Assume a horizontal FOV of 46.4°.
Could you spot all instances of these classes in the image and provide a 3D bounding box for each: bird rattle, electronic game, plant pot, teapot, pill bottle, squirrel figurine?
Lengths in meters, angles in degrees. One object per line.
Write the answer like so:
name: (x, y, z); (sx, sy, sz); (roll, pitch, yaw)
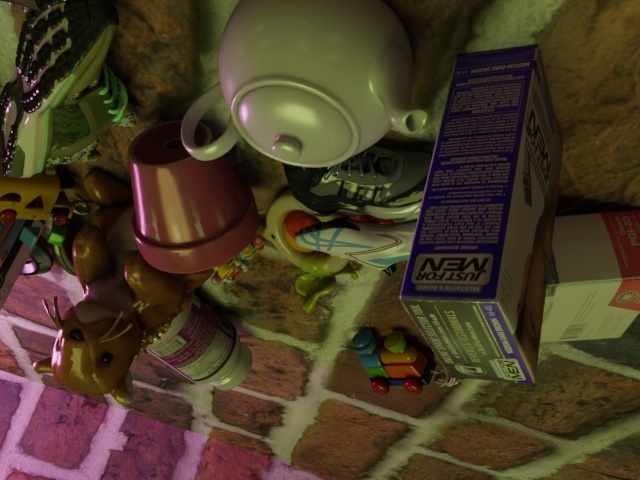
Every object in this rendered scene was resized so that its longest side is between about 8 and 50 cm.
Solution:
bird rattle: (0.000, 0.000, 1.244); (0.207, 0.143, 0.253); (36, 147, 1)
electronic game: (-0.734, 0.013, 1.738); (0.229, 0.048, 0.229); (13, 149, 8)
plant pot: (-0.211, -0.080, 1.164); (0.201, 0.201, 0.180); (6, 133, 20)
teapot: (-0.022, -0.173, 0.885); (0.252, 0.187, 0.256); (22, 152, -7)
pill bottle: (-0.296, 0.233, 1.757); (0.169, 0.169, 0.301); (-6, 143, 36)
squirrel figurine: (-0.359, 0.127, 1.396); (0.281, 0.371, 0.397); (17, 151, -1)

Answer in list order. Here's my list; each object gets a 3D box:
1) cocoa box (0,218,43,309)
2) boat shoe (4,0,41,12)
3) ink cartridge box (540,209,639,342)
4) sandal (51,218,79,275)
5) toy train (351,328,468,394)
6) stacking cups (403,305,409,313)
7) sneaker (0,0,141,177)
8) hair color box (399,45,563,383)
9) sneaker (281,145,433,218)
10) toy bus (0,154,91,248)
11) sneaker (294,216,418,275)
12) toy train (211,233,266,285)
cocoa box: (-0.787, -0.035, 1.495); (0.347, 0.231, 0.228); (16, 151, 4)
boat shoe: (-0.363, -0.324, 0.868); (0.355, 0.132, 0.130); (-2, 146, 33)
ink cartridge box: (0.318, 0.063, 1.091); (0.283, 0.117, 0.207); (-4, 150, -1)
sandal: (-0.473, 0.038, 1.603); (0.086, 0.120, 0.303); (-22, 141, 10)
toy train: (0.192, 0.250, 1.602); (0.248, 0.105, 0.143); (-10, 128, 40)
stacking cups: (0.202, 0.019, 1.213); (0.096, 0.096, 0.316); (15, 146, 5)
sneaker: (-0.342, -0.220, 1.083); (0.182, 0.158, 0.410); (-2, 162, -34)
hair color box: (0.197, -0.032, 0.848); (0.110, 0.339, 0.185); (0, 147, 29)
sneaker: (0.046, -0.107, 1.045); (0.268, 0.101, 0.153); (-3, 146, 34)
toy bus: (-0.519, -0.099, 1.362); (0.191, 0.202, 0.104); (31, 119, -9)
sneaker: (0.065, 0.009, 1.095); (0.237, 0.086, 0.085); (3, -167, 29)
toy train: (-0.148, 0.025, 1.373); (0.046, 0.125, 0.166); (50, 121, 6)
